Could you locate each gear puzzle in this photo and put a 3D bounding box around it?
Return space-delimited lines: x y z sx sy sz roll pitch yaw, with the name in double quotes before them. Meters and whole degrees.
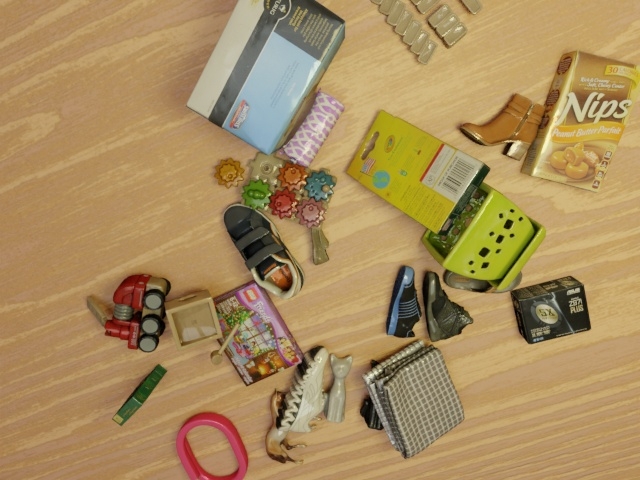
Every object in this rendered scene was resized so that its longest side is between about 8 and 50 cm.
"gear puzzle" -0.132 -0.158 1.250 0.339 0.044 0.175 19 90 2

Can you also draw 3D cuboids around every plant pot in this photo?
"plant pot" 0.432 -0.014 1.198 0.207 0.227 0.228 28 105 -11

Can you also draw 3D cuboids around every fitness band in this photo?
"fitness band" -0.363 0.711 1.525 0.209 0.054 0.290 -17 105 7

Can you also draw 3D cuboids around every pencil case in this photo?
"pencil case" -0.021 -0.291 1.200 0.088 0.086 0.206 33 93 1

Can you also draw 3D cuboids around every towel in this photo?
"towel" 0.286 0.469 1.351 0.235 0.121 0.283 -26 103 -18

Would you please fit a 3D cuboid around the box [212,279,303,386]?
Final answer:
"box" -0.210 0.283 1.395 0.201 0.057 0.293 -27 102 9

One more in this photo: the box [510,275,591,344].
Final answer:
"box" 0.665 0.201 1.316 0.180 0.077 0.147 -15 104 7

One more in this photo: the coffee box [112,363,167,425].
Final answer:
"coffee box" -0.553 0.473 1.400 0.040 0.184 0.113 44 103 -8

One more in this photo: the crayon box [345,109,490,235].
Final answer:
"crayon box" 0.242 -0.180 1.177 0.319 0.081 0.202 39 108 28

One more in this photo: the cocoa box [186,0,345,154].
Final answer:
"cocoa box" -0.119 -0.416 1.105 0.228 0.231 0.347 31 105 -6

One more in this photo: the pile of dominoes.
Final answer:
"pile of dominoes" 0.261 -0.596 1.149 0.196 0.040 0.251 -40 92 13

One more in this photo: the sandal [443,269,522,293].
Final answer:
"sandal" 0.470 0.114 1.311 0.220 0.060 0.089 4 106 2

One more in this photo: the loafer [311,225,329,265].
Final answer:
"loafer" 0.000 0.000 1.309 0.050 0.056 0.147 -3 113 1

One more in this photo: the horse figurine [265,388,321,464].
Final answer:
"horse figurine" -0.112 0.629 1.483 0.175 0.066 0.263 19 103 -8

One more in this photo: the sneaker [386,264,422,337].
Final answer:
"sneaker" 0.257 0.183 1.336 0.091 0.081 0.232 8 113 -2

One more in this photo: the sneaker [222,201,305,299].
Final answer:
"sneaker" -0.161 0.029 1.289 0.126 0.127 0.321 -39 99 14

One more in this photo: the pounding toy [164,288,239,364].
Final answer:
"pounding toy" -0.331 0.253 1.315 0.181 0.094 0.205 -16 107 -18

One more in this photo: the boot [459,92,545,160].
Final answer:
"boot" 0.477 -0.313 1.190 0.197 0.073 0.152 20 105 -12

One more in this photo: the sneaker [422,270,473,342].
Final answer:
"sneaker" 0.369 0.186 1.325 0.131 0.087 0.227 -11 108 4

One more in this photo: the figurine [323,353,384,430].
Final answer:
"figurine" 0.115 0.462 1.422 0.215 0.092 0.209 9 98 1

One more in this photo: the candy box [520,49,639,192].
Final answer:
"candy box" 0.670 -0.301 1.170 0.183 0.087 0.316 14 106 -1

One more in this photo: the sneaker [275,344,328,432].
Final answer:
"sneaker" -0.034 0.462 1.406 0.118 0.110 0.292 23 96 -12

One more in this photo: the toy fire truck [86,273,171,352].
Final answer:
"toy fire truck" -0.589 0.199 1.360 0.247 0.158 0.216 10 106 -11
